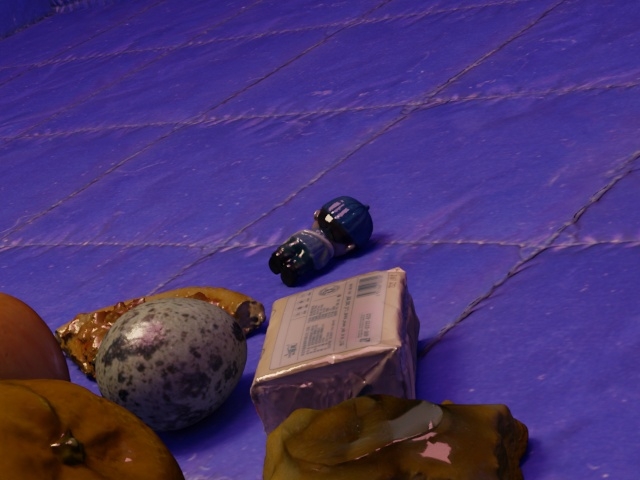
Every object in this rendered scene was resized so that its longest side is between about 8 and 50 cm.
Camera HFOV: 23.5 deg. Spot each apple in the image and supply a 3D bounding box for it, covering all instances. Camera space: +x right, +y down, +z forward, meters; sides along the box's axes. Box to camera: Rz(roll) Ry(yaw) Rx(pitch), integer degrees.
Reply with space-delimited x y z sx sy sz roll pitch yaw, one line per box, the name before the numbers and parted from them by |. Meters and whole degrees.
apple | -0.358 0.144 1.615 0.199 0.199 0.199 -17 19 6

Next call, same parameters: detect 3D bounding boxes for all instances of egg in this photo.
egg | -0.146 0.121 1.556 0.132 0.132 0.172 2 18 45

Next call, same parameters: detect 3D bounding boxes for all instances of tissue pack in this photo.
tissue pack | 0.019 0.113 1.488 0.148 0.092 0.196 -14 19 11

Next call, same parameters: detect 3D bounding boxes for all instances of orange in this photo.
orange | -0.222 0.226 1.144 0.279 0.235 0.279 14 25 -7

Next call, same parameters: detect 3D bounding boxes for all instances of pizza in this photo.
pizza | -0.204 0.108 1.752 0.292 0.058 0.197 -8 23 29

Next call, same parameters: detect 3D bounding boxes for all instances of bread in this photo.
bread | 0.052 0.186 1.271 0.233 0.088 0.161 -12 16 12

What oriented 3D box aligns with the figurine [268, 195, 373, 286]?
figurine | 0.001 -0.005 1.851 0.136 0.079 0.077 -29 63 -38
